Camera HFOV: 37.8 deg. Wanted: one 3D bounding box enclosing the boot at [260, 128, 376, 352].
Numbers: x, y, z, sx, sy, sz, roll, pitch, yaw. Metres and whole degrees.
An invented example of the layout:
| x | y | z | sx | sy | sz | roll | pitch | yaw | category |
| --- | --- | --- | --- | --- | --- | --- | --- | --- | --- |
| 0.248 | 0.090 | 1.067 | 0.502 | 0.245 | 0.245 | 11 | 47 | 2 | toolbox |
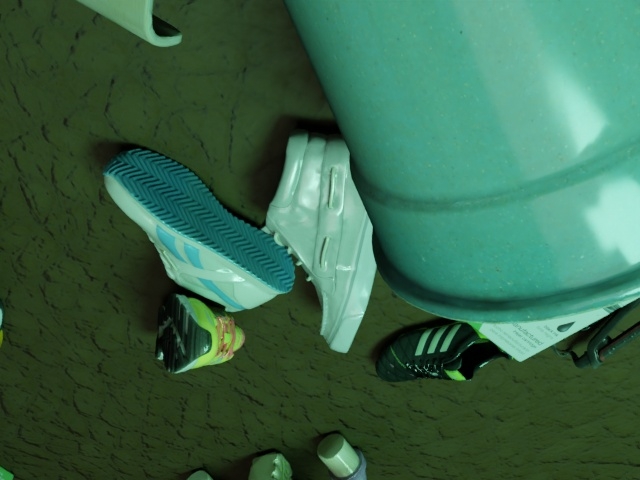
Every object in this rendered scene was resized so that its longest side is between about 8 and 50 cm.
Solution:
| x | y | z | sx | sy | sz | roll | pitch | yaw | category |
| --- | --- | --- | --- | --- | --- | --- | --- | --- | --- |
| 0.000 | 0.000 | 0.956 | 0.124 | 0.095 | 0.258 | 13 | 124 | 2 | boot |

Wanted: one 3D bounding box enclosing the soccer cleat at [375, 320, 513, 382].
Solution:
| x | y | z | sx | sy | sz | roll | pitch | yaw | category |
| --- | --- | --- | --- | --- | --- | --- | --- | --- | --- |
| 0.138 | 0.132 | 1.064 | 0.179 | 0.072 | 0.060 | -25 | 125 | 27 | soccer cleat |

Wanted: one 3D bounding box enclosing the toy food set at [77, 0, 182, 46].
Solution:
| x | y | z | sx | sy | sz | roll | pitch | yaw | category |
| --- | --- | --- | --- | --- | --- | --- | --- | --- | --- |
| -0.167 | -0.307 | 0.651 | 0.220 | 0.092 | 0.306 | 32 | 137 | 14 | toy food set |

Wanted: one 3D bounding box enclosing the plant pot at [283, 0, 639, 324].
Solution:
| x | y | z | sx | sy | sz | roll | pitch | yaw | category |
| --- | --- | --- | --- | --- | --- | --- | --- | --- | --- |
| 0.117 | -0.180 | 0.629 | 0.341 | 0.341 | 0.334 | -20 | 119 | 22 | plant pot |

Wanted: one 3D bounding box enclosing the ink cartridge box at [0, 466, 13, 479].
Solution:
| x | y | z | sx | sy | sz | roll | pitch | yaw | category |
| --- | --- | --- | --- | --- | --- | --- | --- | --- | --- |
| -0.558 | 0.397 | 1.239 | 0.117 | 0.278 | 0.201 | -26 | 126 | 27 | ink cartridge box |

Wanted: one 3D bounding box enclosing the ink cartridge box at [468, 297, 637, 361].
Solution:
| x | y | z | sx | sy | sz | roll | pitch | yaw | category |
| --- | --- | --- | --- | --- | --- | --- | --- | --- | --- |
| 0.232 | 0.012 | 0.934 | 0.153 | 0.086 | 0.208 | 36 | 125 | -26 | ink cartridge box |

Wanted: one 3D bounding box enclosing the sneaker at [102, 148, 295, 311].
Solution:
| x | y | z | sx | sy | sz | roll | pitch | yaw | category |
| --- | --- | --- | --- | --- | --- | --- | --- | --- | --- |
| -0.136 | -0.001 | 0.962 | 0.092 | 0.087 | 0.229 | -31 | 120 | 36 | sneaker |

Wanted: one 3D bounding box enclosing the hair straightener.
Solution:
| x | y | z | sx | sy | sz | roll | pitch | yaw | category |
| --- | --- | --- | --- | --- | --- | --- | --- | --- | --- |
| 0.322 | 0.065 | 1.008 | 0.089 | 0.047 | 0.230 | 49 | 139 | 10 | hair straightener |

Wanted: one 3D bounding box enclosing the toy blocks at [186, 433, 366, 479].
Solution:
| x | y | z | sx | sy | sz | roll | pitch | yaw | category |
| --- | --- | --- | --- | --- | --- | --- | --- | --- | --- |
| -0.011 | 0.454 | 1.237 | 0.309 | 0.288 | 0.260 | -22 | 123 | 20 | toy blocks |

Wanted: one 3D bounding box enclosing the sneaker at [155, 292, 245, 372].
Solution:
| x | y | z | sx | sy | sz | roll | pitch | yaw | category |
| --- | --- | --- | --- | --- | --- | --- | --- | --- | --- |
| -0.125 | 0.100 | 1.019 | 0.094 | 0.081 | 0.208 | 6 | 178 | -15 | sneaker |

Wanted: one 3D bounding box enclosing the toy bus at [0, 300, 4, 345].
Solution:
| x | y | z | sx | sy | sz | roll | pitch | yaw | category |
| --- | --- | --- | --- | --- | --- | --- | --- | --- | --- |
| -0.422 | 0.033 | 0.989 | 0.108 | 0.130 | 0.332 | 7 | 133 | -1 | toy bus |
